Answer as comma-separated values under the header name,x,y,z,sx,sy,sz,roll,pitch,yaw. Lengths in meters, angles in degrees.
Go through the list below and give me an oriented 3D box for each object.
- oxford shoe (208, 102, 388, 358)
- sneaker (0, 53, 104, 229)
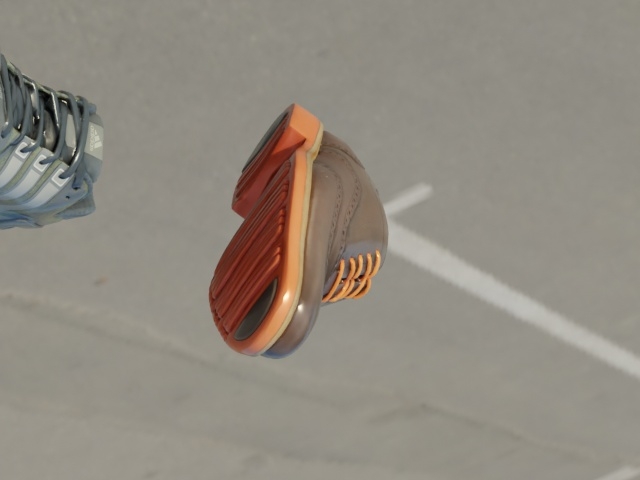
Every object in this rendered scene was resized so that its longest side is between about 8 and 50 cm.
name,x,y,z,sx,sy,sz,roll,pitch,yaw
oxford shoe,0.000,0.000,0.995,0.097,0.098,0.271,-52,-167,24
sneaker,-0.199,-0.077,1.042,0.121,0.111,0.300,1,167,-7
